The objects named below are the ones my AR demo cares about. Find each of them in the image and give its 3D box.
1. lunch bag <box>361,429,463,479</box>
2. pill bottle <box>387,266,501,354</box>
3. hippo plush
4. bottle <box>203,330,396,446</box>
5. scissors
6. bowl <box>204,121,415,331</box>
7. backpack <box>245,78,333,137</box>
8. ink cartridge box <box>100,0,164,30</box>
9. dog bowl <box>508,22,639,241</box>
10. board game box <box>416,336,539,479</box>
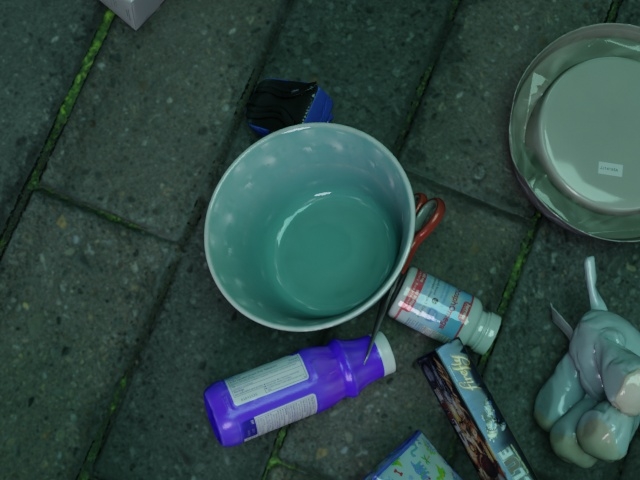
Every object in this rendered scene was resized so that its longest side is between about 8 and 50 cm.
[{"bbox_3d":[0.141,0.368,1.793,0.129,0.096,0.151,51,50,5],"label":"lunch bag"},{"bbox_3d":[0.189,0.110,1.847,0.160,0.087,0.087,26,78,-1],"label":"pill bottle"},{"bbox_3d":[0.473,0.227,1.825,0.236,0.234,0.294,17,35,-20],"label":"hippo plush"},{"bbox_3d":[-0.029,0.212,1.790,0.282,0.118,0.092,-20,70,-11],"label":"bottle"},{"bbox_3d":[0.107,0.054,1.837,0.021,0.109,0.297,34,73,-27],"label":"scissors"},{"bbox_3d":[0.000,0.000,1.787,0.311,0.163,0.312,-4,72,13],"label":"bowl"},{"bbox_3d":[-0.050,-0.190,1.877,0.120,0.101,0.098,15,72,30],"label":"backpack"},{"bbox_3d":[-0.314,-0.443,1.881,0.176,0.127,0.128,40,79,2],"label":"ink cartridge box"},{"bbox_3d":[0.457,-0.160,1.918,0.348,0.102,0.349,1,79,-5],"label":"dog bowl"},{"bbox_3d":[0.229,0.265,1.783,0.042,0.165,0.243,-27,83,-10],"label":"board game box"}]
